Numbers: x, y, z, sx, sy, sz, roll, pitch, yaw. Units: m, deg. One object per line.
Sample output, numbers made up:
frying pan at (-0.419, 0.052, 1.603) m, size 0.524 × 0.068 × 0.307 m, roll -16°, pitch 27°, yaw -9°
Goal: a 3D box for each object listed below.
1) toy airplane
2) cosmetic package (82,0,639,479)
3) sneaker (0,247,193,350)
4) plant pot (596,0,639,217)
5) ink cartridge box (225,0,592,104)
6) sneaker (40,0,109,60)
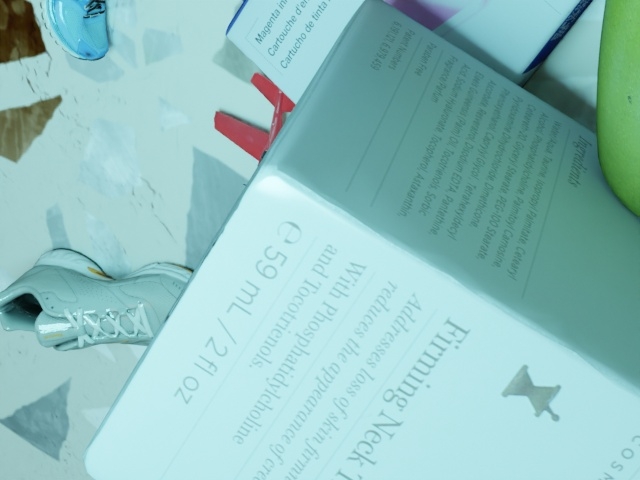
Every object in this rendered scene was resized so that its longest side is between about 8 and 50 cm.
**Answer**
toy airplane at (-0.041, -0.100, 1.680) m, size 0.151 × 0.028 × 0.151 m, roll 16°, pitch 122°, yaw 27°
cosmetic package at (0.092, 0.085, 1.396) m, size 0.393 × 0.327 × 0.329 m, roll 31°, pitch 122°, yaw -3°
sneaker at (-0.229, 0.083, 1.851) m, size 0.262 × 0.121 × 0.099 m, roll 6°, pitch 117°, yaw 34°
plant pot at (0.312, -0.136, 1.272) m, size 0.275 × 0.275 × 0.293 m, roll 39°, pitch 146°, yaw 14°
ink cartridge box at (0.051, -0.241, 1.515) m, size 0.330 × 0.071 × 0.324 m, roll 43°, pitch 131°, yaw 8°
sneaker at (-0.231, -0.252, 1.720) m, size 0.073 × 0.063 × 0.162 m, roll 3°, pitch 115°, yaw 32°
